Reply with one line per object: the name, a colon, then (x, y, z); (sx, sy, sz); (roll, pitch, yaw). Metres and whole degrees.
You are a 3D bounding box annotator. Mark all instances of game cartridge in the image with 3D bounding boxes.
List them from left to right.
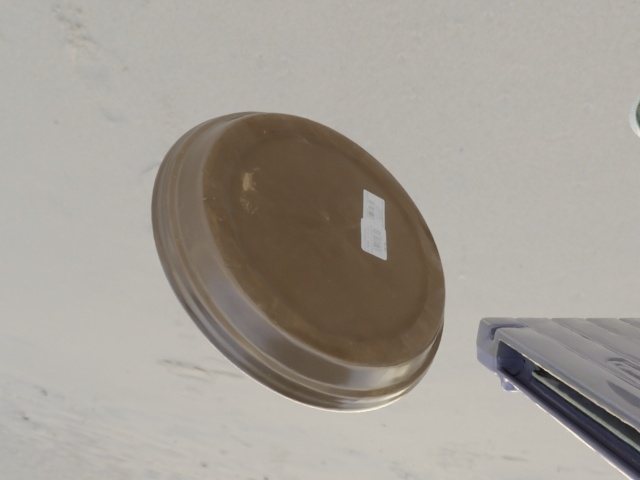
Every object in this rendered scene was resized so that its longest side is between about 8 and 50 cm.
game cartridge: (0.292, 0.127, 0.546); (0.230, 0.068, 0.355); (5, -173, -11)

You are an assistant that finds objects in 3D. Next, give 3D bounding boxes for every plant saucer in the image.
plant saucer: (0.000, 0.000, 0.584); (0.278, 0.278, 0.041); (25, 135, -24)

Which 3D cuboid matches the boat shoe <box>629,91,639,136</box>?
boat shoe: (0.556, -0.269, 1.003); (0.109, 0.305, 0.091); (35, -175, -3)
